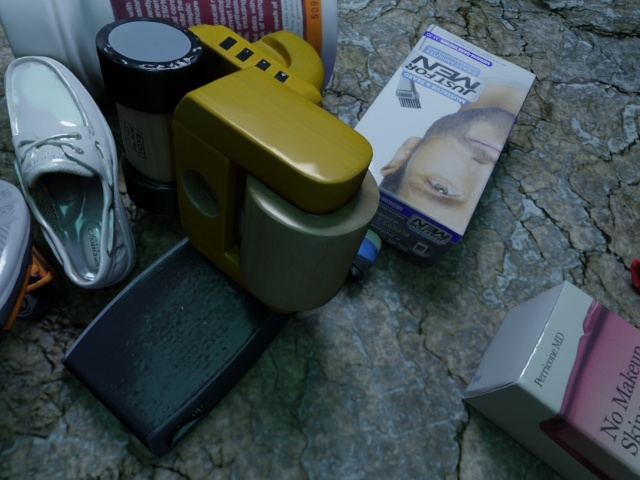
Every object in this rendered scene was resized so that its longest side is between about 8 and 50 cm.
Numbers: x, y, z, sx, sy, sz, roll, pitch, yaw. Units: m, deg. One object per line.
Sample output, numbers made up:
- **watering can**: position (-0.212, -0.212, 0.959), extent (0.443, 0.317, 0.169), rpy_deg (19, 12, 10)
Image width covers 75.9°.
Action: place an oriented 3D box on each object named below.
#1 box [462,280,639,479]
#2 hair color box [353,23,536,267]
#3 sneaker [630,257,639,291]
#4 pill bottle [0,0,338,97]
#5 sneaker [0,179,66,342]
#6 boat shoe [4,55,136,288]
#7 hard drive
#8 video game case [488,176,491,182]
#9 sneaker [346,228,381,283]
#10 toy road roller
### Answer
- **box**: position (0.312, 0.184, 0.460), extent (0.232, 0.127, 0.148), rpy_deg (37, 64, 10)
- **hair color box**: position (0.163, -0.151, 0.599), extent (0.185, 0.110, 0.339), rpy_deg (30, 64, 7)
- **sneaker**: position (0.513, 0.029, 0.589), extent (0.118, 0.107, 0.279), rpy_deg (12, 59, 8)
- **pill bottle**: position (-0.191, -0.309, 0.577), extent (0.392, 0.224, 0.224), rpy_deg (-9, 65, -14)
- **sneaker**: position (-0.309, 0.032, 0.394), extent (0.125, 0.180, 0.321), rpy_deg (-28, 44, -22)
- **boat shoe**: position (-0.280, -0.079, 0.455), extent (0.098, 0.096, 0.277), rpy_deg (-20, 96, -11)
- **hard drive**: position (-0.146, 0.089, 0.476), extent (0.172, 0.054, 0.254), rpy_deg (38, 64, 11)
- **video game case**: position (0.179, -0.141, 0.667), extent (0.157, 0.019, 0.143), rpy_deg (-12, 65, -14)
- **sneaker**: position (0.000, 0.000, 0.543), extent (0.152, 0.058, 0.084), rpy_deg (31, 54, 0)
- **toy road roller**: position (-0.058, -0.109, 0.460), extent (0.329, 0.202, 0.240), rpy_deg (39, 53, 16)
